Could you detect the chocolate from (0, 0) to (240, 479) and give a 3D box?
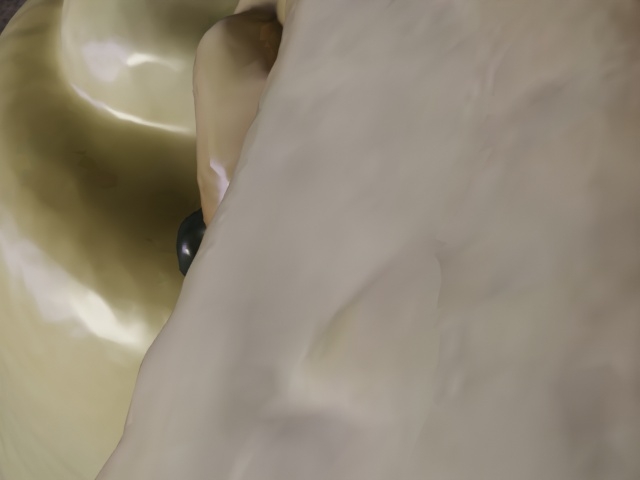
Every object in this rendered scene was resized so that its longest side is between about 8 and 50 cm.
[{"bbox_3d":[0.000,0.000,0.850,0.297,0.326,0.314,108,157,-50],"label":"chocolate"}]

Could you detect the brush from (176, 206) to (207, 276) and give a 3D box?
[{"bbox_3d":[0.056,0.086,0.711,0.323,0.070,0.051,50,-167,-31],"label":"brush"}]

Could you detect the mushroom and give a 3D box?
[{"bbox_3d":[0.082,0.072,0.503,0.313,0.224,0.397,37,-136,-33],"label":"mushroom"}]
